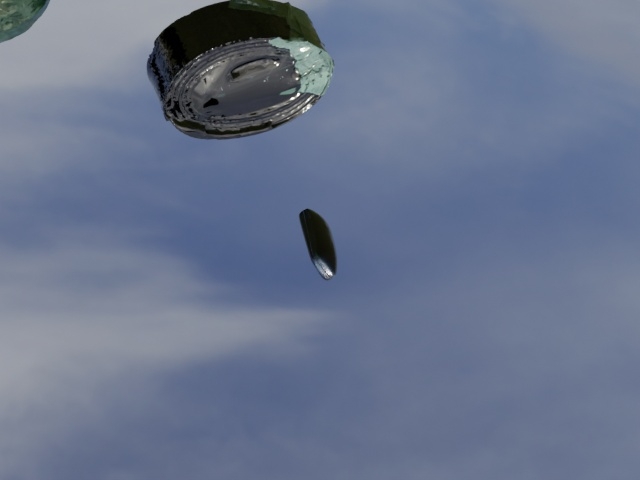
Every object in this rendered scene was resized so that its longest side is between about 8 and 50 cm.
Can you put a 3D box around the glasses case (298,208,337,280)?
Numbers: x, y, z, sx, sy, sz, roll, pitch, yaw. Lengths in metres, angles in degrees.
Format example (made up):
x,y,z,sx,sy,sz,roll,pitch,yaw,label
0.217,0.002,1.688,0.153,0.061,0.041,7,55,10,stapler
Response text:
x,y,z,sx,sy,sz,roll,pitch,yaw,label
0.000,0.000,1.122,0.023,0.033,0.083,-28,-144,9,glasses case

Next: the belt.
x,y,z,sx,sy,sz,roll,pitch,yaw,label
-0.082,-0.186,1.291,0.198,0.151,0.078,-9,-127,-24,belt

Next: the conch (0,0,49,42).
x,y,z,sx,sy,sz,roll,pitch,yaw,label
-0.352,-0.273,1.189,0.188,0.175,0.122,-20,-152,19,conch
